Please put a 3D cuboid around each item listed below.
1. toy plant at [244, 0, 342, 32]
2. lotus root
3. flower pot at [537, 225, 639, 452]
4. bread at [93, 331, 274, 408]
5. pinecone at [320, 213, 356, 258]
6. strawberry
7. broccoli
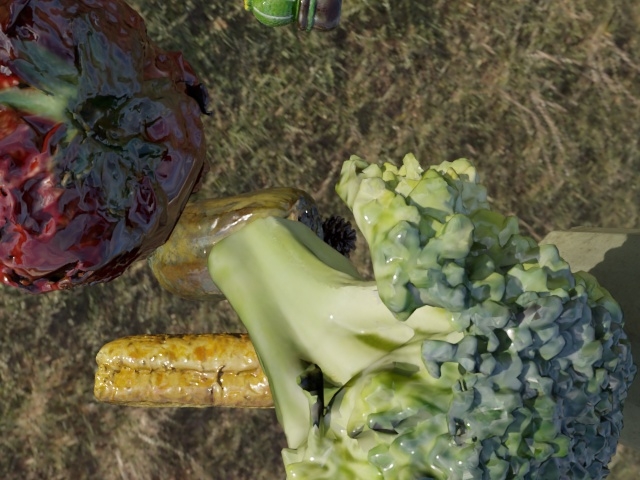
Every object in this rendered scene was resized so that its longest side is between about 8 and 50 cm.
[{"bbox_3d":[-0.046,-0.400,1.557,0.162,0.093,0.093,4,120,-4],"label":"toy plant"},{"bbox_3d":[-0.126,0.007,1.332,0.160,0.274,0.152,-29,111,-59],"label":"lotus root"},{"bbox_3d":[0.254,0.074,0.644,0.212,0.202,0.213,-8,103,-40],"label":"flower pot"},{"bbox_3d":[-0.133,0.140,0.993,0.210,0.114,0.084,-2,82,4],"label":"bread"},{"bbox_3d":[0.001,0.003,1.409,0.109,0.102,0.102,2,125,9],"label":"pinecone"},{"bbox_3d":[-0.226,-0.090,0.774,0.274,0.220,0.274,14,72,-49],"label":"strawberry"},{"bbox_3d":[0.023,0.074,0.476,0.247,0.243,0.263,-41,143,-8],"label":"broccoli"}]
